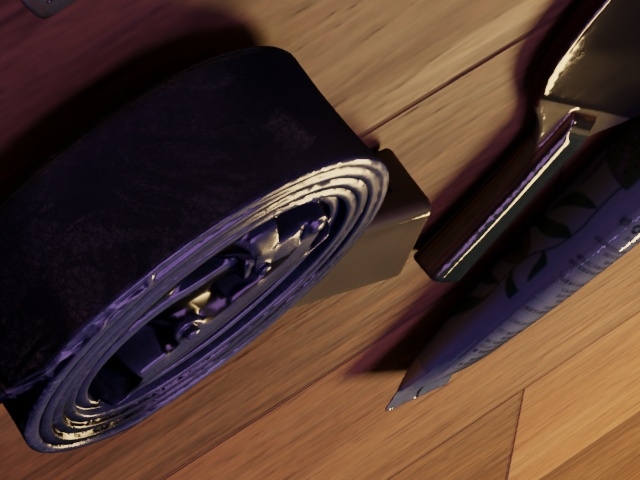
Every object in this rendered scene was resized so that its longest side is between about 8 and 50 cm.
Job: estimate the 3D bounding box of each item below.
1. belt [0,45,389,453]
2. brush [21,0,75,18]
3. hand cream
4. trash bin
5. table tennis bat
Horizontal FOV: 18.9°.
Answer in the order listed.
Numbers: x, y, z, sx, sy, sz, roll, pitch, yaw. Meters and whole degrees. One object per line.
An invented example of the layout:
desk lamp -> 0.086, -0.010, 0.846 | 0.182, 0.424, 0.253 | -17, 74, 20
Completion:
belt -> -0.068, 0.004, 0.790 | 0.190, 0.082, 0.141 | -39, 160, -1
brush -> -0.030, -0.132, 0.665 | 0.178, 0.030, 0.033 | -40, 167, 3
hand cream -> 0.142, 0.010, 1.148 | 0.271, 0.058, 0.091 | -46, 168, 26
trash bin -> 0.000, 0.000, 0.932 | 0.092, 0.043, 0.061 | -21, 152, -32
table tennis bat -> 0.158, -0.088, 1.024 | 0.301, 0.022, 0.173 | -49, 155, 21
